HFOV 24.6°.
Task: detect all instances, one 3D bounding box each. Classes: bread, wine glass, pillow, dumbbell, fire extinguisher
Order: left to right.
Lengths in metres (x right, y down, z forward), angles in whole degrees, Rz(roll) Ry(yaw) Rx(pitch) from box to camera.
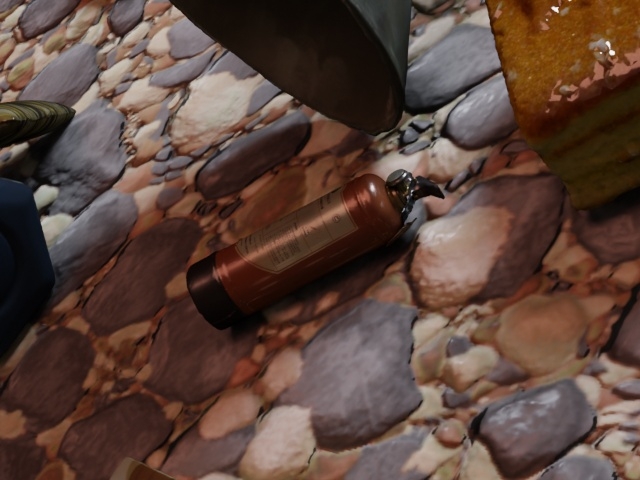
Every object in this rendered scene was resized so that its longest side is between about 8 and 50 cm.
[{"bbox_3d":[-0.351,0.001,1.157,0.316,0.156,0.144,11,90,46],"label":"dumbbell"},{"bbox_3d":[-0.268,-0.089,1.167,0.113,0.038,0.203,-9,6,5],"label":"pillow"},{"bbox_3d":[0.000,0.000,0.933,0.177,0.050,0.062,-28,20,16],"label":"fire extinguisher"},{"bbox_3d":[0.065,-0.311,1.001,0.406,0.267,0.267,-52,39,-11],"label":"wine glass"},{"bbox_3d":[0.217,-0.143,0.843,0.234,0.110,0.184,-24,41,19],"label":"bread"}]

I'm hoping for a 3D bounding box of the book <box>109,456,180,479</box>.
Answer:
[{"bbox_3d":[-0.120,0.256,0.796,0.202,0.027,0.264,14,62,46],"label":"book"}]
